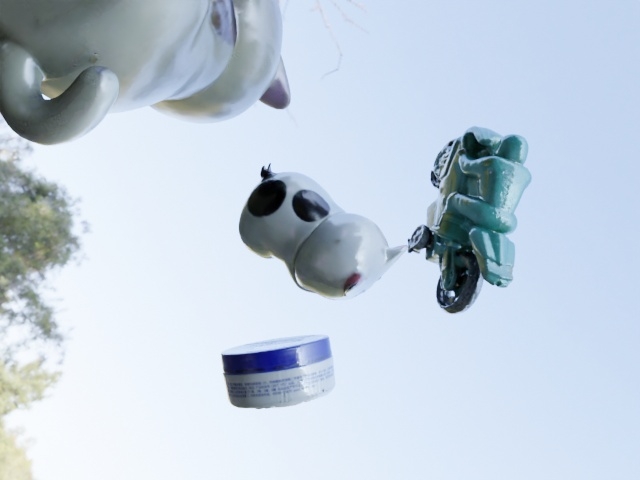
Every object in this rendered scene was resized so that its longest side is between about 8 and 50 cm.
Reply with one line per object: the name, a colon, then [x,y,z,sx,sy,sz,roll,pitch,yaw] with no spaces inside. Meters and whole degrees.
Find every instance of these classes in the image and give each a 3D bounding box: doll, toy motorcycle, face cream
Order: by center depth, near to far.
doll: [-0.164,-0.222,0.650,0.215,0.370,0.225,13,-74,16]
doll: [-0.005,-0.002,0.750,0.181,0.110,0.106,38,-33,24]
toy motorcycle: [0.212,-0.047,0.905,0.109,0.296,0.198,20,-35,-17]
face cream: [-0.076,0.242,1.250,0.206,0.206,0.111,-15,-96,55]
